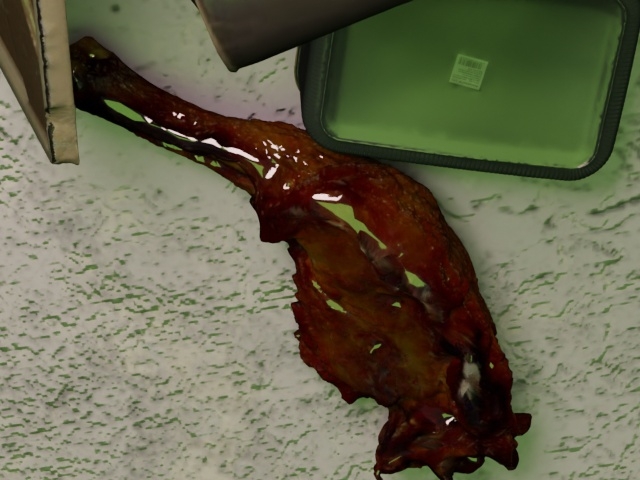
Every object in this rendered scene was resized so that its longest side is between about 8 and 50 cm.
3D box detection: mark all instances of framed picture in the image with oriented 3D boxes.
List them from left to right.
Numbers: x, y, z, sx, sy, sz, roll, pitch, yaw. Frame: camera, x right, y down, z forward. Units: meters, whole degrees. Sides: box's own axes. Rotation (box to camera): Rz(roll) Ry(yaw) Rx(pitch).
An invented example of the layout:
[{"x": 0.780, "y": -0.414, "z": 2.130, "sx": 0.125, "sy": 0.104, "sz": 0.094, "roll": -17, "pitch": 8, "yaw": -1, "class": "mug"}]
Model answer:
[{"x": -0.178, "y": -0.204, "z": 0.976, "sx": 0.020, "sy": 0.211, "sz": 0.289, "roll": -18, "pitch": 142, "yaw": -18, "class": "framed picture"}]

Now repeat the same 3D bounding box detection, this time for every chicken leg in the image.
[{"x": 0.000, "y": 0.000, "z": 1.191, "sx": 0.407, "sy": 0.096, "sz": 0.158, "roll": 44, "pitch": 128, "yaw": -17, "class": "chicken leg"}]

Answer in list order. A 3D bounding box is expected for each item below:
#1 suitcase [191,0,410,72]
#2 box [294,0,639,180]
[{"x": -0.024, "y": -0.261, "z": 0.870, "sx": 0.194, "sy": 0.434, "sz": 0.283, "roll": -21, "pitch": 114, "yaw": 8, "class": "suitcase"}, {"x": 0.088, "y": -0.119, "z": 1.131, "sx": 0.201, "sy": 0.090, "sz": 0.144, "roll": 8, "pitch": 115, "yaw": -4, "class": "box"}]
